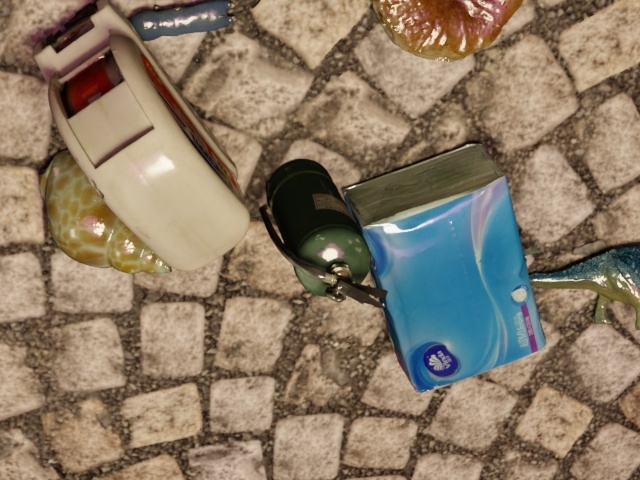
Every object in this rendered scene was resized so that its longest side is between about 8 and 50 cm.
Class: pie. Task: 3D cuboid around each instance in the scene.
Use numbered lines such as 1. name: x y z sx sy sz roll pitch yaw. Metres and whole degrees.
1. pie: 0.160 -0.307 1.260 0.195 0.046 0.195 -6 117 -12

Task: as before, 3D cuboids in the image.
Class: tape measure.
1. tape measure: -0.197 -0.107 1.163 0.130 0.265 0.258 -32 125 5

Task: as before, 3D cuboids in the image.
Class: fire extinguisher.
1. fire extinguisher: 0.000 0.000 1.226 0.118 0.294 0.093 14 112 -19

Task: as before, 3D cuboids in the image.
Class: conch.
1. conch: -0.269 -0.028 1.260 0.116 0.106 0.173 -23 105 -23

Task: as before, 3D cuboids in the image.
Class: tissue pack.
1. tissue pack: 0.166 0.038 1.368 0.198 0.146 0.263 -19 118 -2

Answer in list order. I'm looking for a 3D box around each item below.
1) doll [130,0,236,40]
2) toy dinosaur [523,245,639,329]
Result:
1. doll: -0.160 -0.257 1.218 0.125 0.027 0.037 -11 118 -12
2. toy dinosaur: 0.445 0.057 1.485 0.362 0.076 0.147 -10 97 -3
